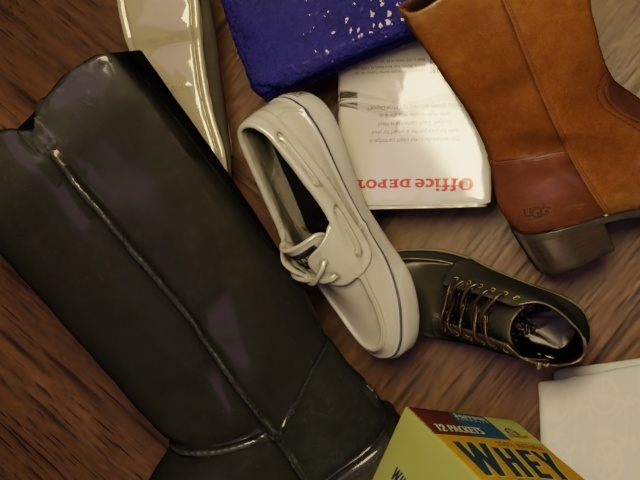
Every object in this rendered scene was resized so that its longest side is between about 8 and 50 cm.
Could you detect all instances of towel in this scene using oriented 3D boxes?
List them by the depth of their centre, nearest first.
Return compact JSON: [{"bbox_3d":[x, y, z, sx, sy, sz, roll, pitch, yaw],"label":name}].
[{"bbox_3d":[0.003,-0.300,0.878,0.228,0.076,0.308,-19,81,19],"label":"towel"}]

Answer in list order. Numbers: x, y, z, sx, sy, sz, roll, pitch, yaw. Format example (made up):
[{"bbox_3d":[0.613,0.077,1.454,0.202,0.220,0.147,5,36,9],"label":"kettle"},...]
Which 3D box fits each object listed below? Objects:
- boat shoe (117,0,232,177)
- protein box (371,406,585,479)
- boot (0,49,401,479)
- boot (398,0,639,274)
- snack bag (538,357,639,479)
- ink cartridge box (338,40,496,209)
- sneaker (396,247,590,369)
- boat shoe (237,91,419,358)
[{"bbox_3d":[-0.137,-0.118,0.974,0.112,0.095,0.335,-2,94,10],"label":"boat shoe"},{"bbox_3d":[0.134,0.279,0.821,0.200,0.136,0.201,40,112,52],"label":"protein box"},{"bbox_3d":[-0.184,0.107,0.879,0.367,0.146,0.445,-36,105,-2],"label":"boot"},{"bbox_3d":[0.237,-0.143,0.821,0.264,0.096,0.280,-24,114,11],"label":"boot"},{"bbox_3d":[0.305,0.235,0.749,0.343,0.037,0.322,-21,59,50],"label":"snack bag"},{"bbox_3d":[0.091,-0.124,0.919,0.140,0.082,0.190,0,91,14],"label":"ink cartridge box"},{"bbox_3d":[0.134,0.056,0.891,0.222,0.118,0.083,12,92,12],"label":"sneaker"},{"bbox_3d":[0.000,0.000,0.871,0.095,0.084,0.258,-19,101,48],"label":"boat shoe"}]
